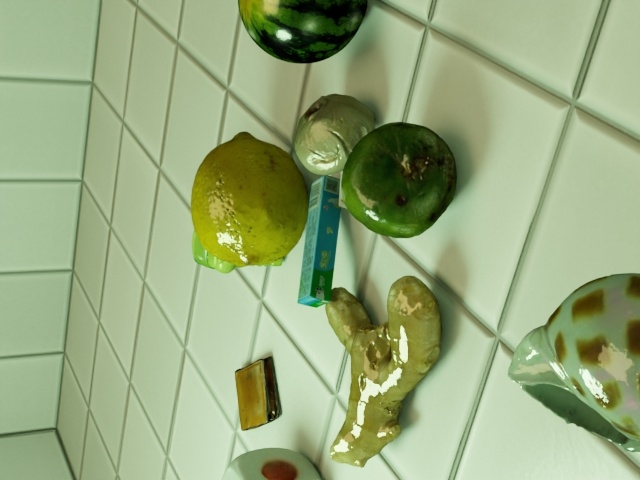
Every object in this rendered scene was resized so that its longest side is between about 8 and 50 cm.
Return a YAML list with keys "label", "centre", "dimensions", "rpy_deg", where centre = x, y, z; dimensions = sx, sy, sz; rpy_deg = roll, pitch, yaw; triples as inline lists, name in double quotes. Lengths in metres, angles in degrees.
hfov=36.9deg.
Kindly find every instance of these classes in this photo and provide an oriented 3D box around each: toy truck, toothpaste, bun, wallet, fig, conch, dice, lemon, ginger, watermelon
- label: "toy truck"
  centre: [-0.204, 0.008, 2.251]
  dimensions: [0.210, 0.187, 0.148]
  rpy_deg: [50, 140, 48]
- label: "toothpaste"
  centre: [0.000, 0.000, 1.948]
  dimensions: [0.065, 0.050, 0.266]
  rpy_deg: [-28, 50, 57]
- label: "bun"
  centre: [0.018, -0.218, 1.872]
  dimensions: [0.173, 0.113, 0.166]
  rpy_deg: [-36, 34, 21]
- label: "wallet"
  centre: [-0.157, 0.379, 2.346]
  dimensions: [0.195, 0.042, 0.161]
  rpy_deg: [142, 125, -58]
- label: "fig"
  centre: [0.145, -0.088, 1.687]
  dimensions: [0.235, 0.203, 0.203]
  rpy_deg: [49, -152, -71]
- label: "conch"
  centre: [0.403, 0.156, 1.162]
  dimensions: [0.368, 0.197, 0.249]
  rpy_deg: [28, 152, 53]
- label: "dice"
  centre: [-0.106, 0.581, 2.105]
  dimensions: [0.193, 0.194, 0.192]
  rpy_deg: [42, 129, 50]
- label: "lemon"
  centre: [-0.155, -0.089, 2.091]
  dimensions: [0.258, 0.258, 0.310]
  rpy_deg: [-36, 57, 56]
- label: "ginger"
  centre: [0.121, 0.246, 1.777]
  dimensions: [0.363, 0.122, 0.348]
  rpy_deg: [-13, 82, 55]
- label: "watermelon"
  centre: [-0.032, -0.472, 1.853]
  dimensions: [0.269, 0.269, 0.269]
  rpy_deg: [6, 97, 61]

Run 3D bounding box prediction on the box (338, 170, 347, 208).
- label: "box"
  centre: [0.065, -0.120, 1.912]
  dimensions: [0.050, 0.036, 0.117]
  rpy_deg: [21, 110, 60]
